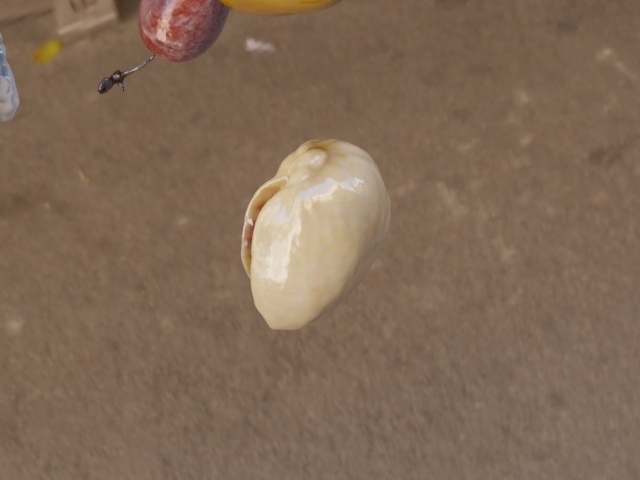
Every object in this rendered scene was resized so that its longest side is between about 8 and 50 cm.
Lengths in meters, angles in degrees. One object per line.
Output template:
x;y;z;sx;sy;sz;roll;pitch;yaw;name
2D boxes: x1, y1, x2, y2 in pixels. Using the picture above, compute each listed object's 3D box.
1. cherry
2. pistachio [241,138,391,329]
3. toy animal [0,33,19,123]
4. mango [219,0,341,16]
-0.168;-0.213;1.535;0.225;0.090;0.107;-44;25;35;cherry
0.000;0.000;1.385;0.145;0.200;0.117;2;28;-21;pistachio
-0.531;-0.234;1.999;0.208;0.156;0.204;-10;60;-11;toy animal
-0.047;-0.254;1.392;0.102;0.084;0.184;-3;22;-40;mango
